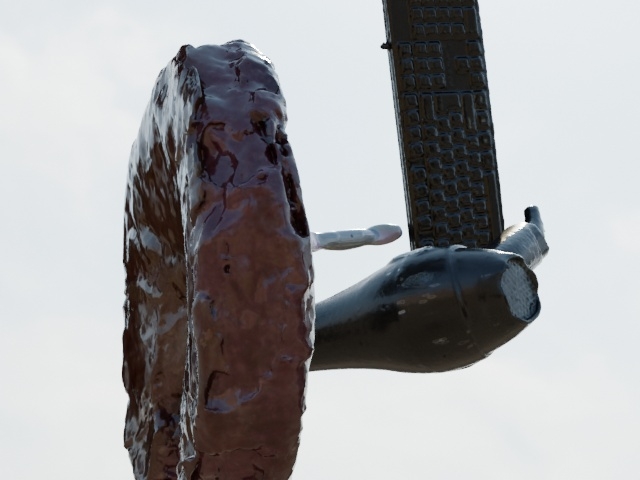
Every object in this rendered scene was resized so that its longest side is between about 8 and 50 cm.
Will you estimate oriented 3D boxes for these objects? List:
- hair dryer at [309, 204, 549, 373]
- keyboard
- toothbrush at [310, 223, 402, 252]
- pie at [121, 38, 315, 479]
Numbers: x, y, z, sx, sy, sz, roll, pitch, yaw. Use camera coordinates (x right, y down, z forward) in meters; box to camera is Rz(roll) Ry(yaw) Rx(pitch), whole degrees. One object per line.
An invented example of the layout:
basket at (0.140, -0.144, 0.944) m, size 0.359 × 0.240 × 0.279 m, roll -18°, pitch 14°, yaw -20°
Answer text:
hair dryer at (0.100, 0.034, 1.494) m, size 0.235 × 0.091 × 0.272 m, roll -16°, pitch 6°, yaw 37°
keyboard at (0.104, -0.072, 1.641) m, size 0.101 × 0.309 × 0.018 m, roll -5°, pitch -2°, yaw -29°
toothbrush at (0.000, 0.000, 1.645) m, size 0.027 × 0.021 × 0.269 m, roll -15°, pitch -5°, yaw 30°
pie at (-0.048, 0.020, 0.825) m, size 0.054 × 0.204 × 0.218 m, roll 1°, pitch -18°, yaw -13°
